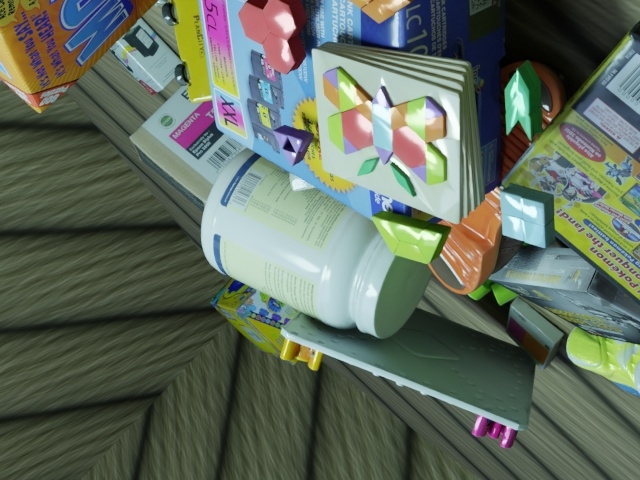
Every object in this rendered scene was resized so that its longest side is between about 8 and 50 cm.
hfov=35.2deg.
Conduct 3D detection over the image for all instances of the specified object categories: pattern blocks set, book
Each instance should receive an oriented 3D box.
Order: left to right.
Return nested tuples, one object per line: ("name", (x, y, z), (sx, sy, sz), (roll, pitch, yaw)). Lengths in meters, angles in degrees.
("pattern blocks set", (0.064, -0.104, 0.919), (0.325, 0.026, 0.285), (9, 125, 45))
("book", (0.355, 0.156, 1.696), (0.096, 0.035, 0.144), (42, 168, 19))

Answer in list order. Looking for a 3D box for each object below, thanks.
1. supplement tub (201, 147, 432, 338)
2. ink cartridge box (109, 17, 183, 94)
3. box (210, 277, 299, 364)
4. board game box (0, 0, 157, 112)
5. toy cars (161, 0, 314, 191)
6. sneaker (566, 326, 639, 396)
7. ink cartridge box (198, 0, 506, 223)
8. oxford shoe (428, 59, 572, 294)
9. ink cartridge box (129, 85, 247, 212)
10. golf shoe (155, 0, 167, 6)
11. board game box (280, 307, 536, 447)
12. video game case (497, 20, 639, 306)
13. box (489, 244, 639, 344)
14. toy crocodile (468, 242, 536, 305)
("supplement tub", (0.000, 0.000, 1.605), (0.325, 0.235, 0.235), (25, 161, 24))
("ink cartridge box", (-0.366, -0.385, 2.031), (0.175, 0.072, 0.127), (46, 168, -15))
("box", (-0.066, 0.105, 2.258), (0.177, 0.279, 0.290), (46, 167, -13))
("board game box", (-0.344, -0.432, 1.141), (0.356, 0.356, 0.356), (42, 168, 2))
("toy cars", (-0.089, -0.241, 1.522), (0.394, 0.176, 0.087), (41, -157, 9))
("sneaker", (0.455, 0.173, 1.368), (0.126, 0.091, 0.240), (29, 177, -34))
("ink cartridge box", (0.045, -0.185, 1.050), (0.395, 0.151, 0.270), (30, 139, 40))
("oxford shoe", (0.216, -0.083, 1.155), (0.130, 0.133, 0.363), (50, 152, 20))
("ink cartridge box", (-0.177, -0.184, 1.736), (0.193, 0.234, 0.088), (38, 167, 17))
("golf shoe", (-0.286, -0.459, 1.598), (0.176, 0.069, 0.086), (42, 148, -8))
("board game box", (0.157, 0.190, 1.671), (0.390, 0.050, 0.390), (21, -167, 10))
("video game case", (0.328, -0.034, 0.924), (0.275, 0.035, 0.248), (41, 146, 5))
("box", (0.345, 0.071, 1.257), (0.183, 0.056, 0.231), (27, 173, -19))
("toy crocodile", (0.187, -0.023, 1.376), (0.340, 0.115, 0.105), (39, -162, -29))
